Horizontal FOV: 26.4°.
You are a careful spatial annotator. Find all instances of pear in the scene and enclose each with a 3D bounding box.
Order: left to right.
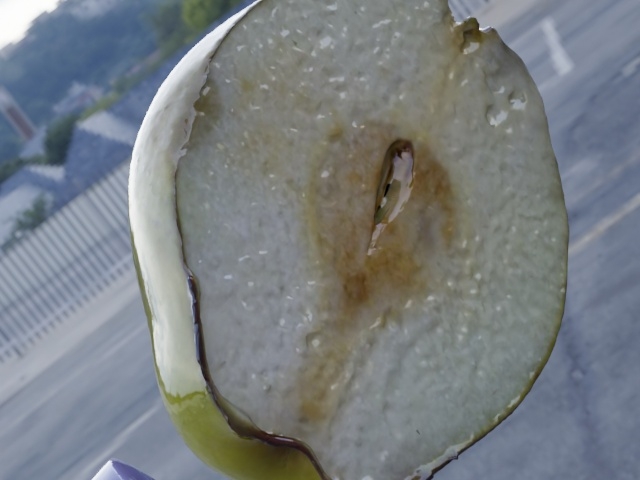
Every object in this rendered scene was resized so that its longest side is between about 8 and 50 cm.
[{"bbox_3d":[0.000,0.000,0.995,0.191,0.340,0.386,-16,42,55],"label":"pear"}]

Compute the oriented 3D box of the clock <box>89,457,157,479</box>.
[{"bbox_3d":[-0.042,0.189,0.649,0.064,0.198,0.172,-48,-3,-7],"label":"clock"}]
